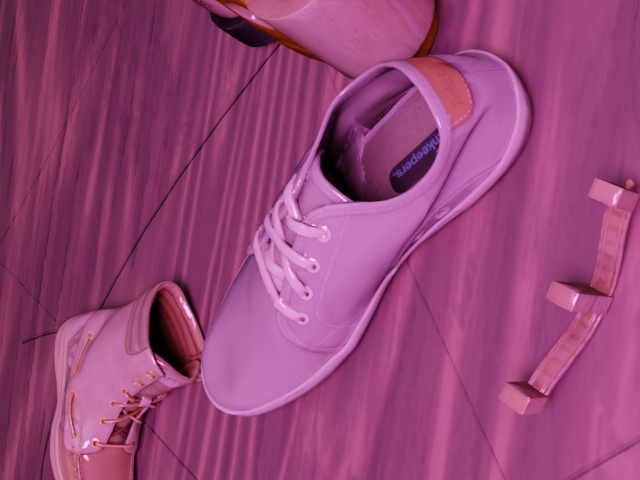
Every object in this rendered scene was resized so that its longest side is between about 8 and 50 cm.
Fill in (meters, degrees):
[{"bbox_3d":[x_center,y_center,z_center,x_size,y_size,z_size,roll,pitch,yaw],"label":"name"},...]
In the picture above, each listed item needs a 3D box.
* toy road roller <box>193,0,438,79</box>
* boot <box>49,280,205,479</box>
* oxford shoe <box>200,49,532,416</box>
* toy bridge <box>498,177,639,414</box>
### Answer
[{"bbox_3d":[-0.024,-0.308,0.840,0.330,0.203,0.240,30,94,42],"label":"toy road roller"},{"bbox_3d":[-0.214,0.191,1.032,0.203,0.095,0.261,-22,66,39],"label":"boot"},{"bbox_3d":[0.000,0.000,0.826,0.449,0.130,0.169,-49,57,30],"label":"oxford shoe"},{"bbox_3d":[0.195,0.042,0.679,0.026,0.063,0.188,31,105,41],"label":"toy bridge"}]
